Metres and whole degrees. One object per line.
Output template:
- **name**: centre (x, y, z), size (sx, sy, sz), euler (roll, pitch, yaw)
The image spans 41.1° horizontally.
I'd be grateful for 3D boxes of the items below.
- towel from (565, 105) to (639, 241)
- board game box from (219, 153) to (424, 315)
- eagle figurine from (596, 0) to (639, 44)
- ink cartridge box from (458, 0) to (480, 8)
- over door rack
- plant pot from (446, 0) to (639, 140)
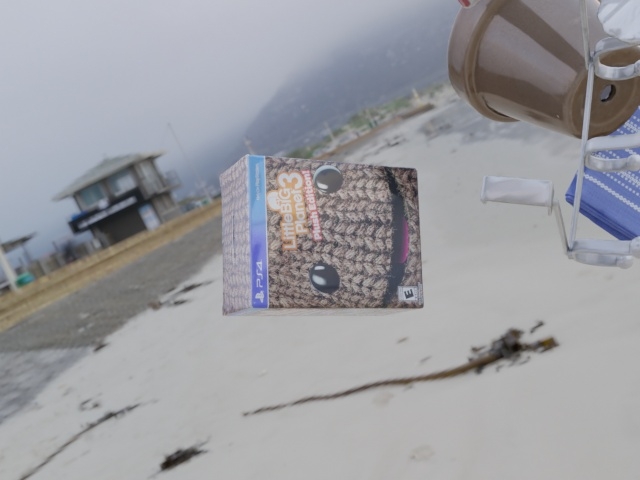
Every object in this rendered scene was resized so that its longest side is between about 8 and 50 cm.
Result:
- **towel**: centre (0.544, -0.129, 1.309), size (0.336, 0.243, 0.040), euler (-57, 0, -14)
- **board game box**: centre (0.000, 0.000, 1.355), size (0.291, 0.232, 0.141), euler (1, -10, -24)
- **eagle figurine**: centre (0.312, -0.251, 0.524), size (0.226, 0.298, 0.225), euler (13, 35, 22)
- **ink cartridge box**: centre (0.095, -0.453, 0.934), size (0.160, 0.279, 0.384), euler (-39, 28, 17)
- **over door rack**: centre (0.260, -0.110, 0.801), size (0.108, 0.239, 0.324), euler (3, -9, 31)
- **plant pot**: centre (0.357, -0.266, 1.268), size (0.263, 0.263, 0.229), euler (-27, 42, -11)
